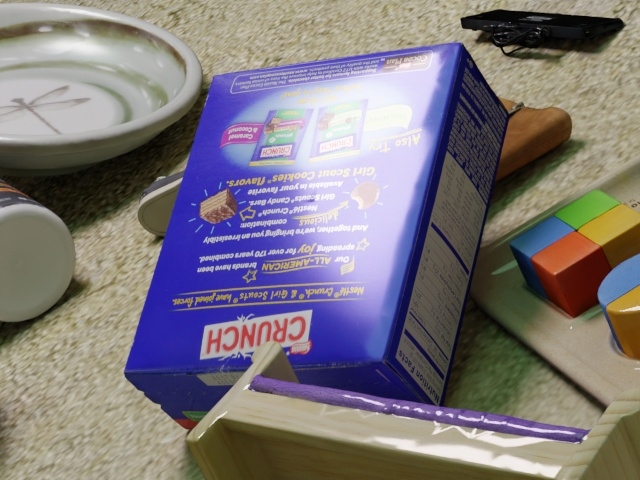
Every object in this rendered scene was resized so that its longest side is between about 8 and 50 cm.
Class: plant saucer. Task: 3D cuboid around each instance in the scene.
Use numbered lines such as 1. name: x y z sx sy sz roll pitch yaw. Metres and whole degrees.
1. plant saucer: -0.339 -0.165 2.243 0.400 0.100 0.400 3 29 -1

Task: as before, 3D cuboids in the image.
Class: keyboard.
1. keyboard: 0.228 -0.222 2.051 0.100 0.038 0.192 -16 17 -36

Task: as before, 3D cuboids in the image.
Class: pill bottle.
1. pill bottle: -0.369 -0.005 2.045 0.130 0.130 0.246 -36 30 -18

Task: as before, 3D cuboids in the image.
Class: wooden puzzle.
1. wooden puzzle: 0.311 -0.001 1.541 0.322 0.080 0.348 -30 28 -9

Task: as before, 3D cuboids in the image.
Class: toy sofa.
1. toy sofa: 0.097 0.161 1.367 0.362 0.150 0.177 5 41 43

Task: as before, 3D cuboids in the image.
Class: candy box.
1. candy box: 0.000 0.000 1.646 0.268 0.122 0.317 -4 56 32

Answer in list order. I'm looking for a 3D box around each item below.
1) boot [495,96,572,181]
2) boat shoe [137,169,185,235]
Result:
1. boot: 0.065 -0.077 1.856 0.280 0.096 0.264 -40 31 -27
2. boat shoe: -0.099 -0.070 1.999 0.206 0.075 0.065 -21 31 18
